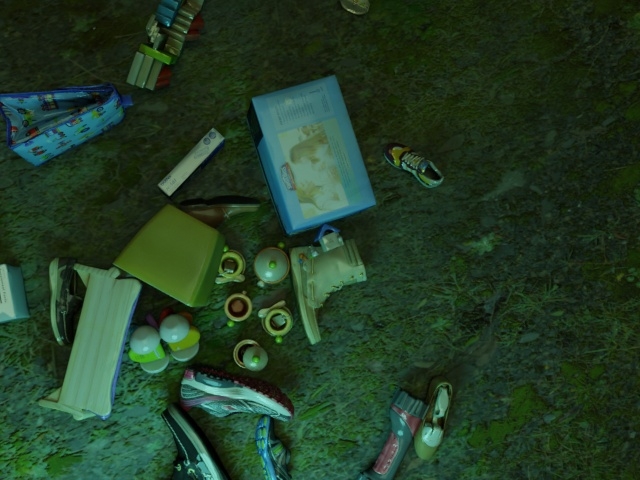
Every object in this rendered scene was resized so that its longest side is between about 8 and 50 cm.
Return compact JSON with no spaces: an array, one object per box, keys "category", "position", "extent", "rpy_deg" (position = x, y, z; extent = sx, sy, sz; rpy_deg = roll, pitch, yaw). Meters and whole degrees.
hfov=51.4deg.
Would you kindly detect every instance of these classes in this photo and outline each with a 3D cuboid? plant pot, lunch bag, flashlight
[{"category":"plant pot","position":[-0.345,0.030,1.638],"extent":[0.212,0.212,0.187],"rpy_deg":[29,85,2]},{"category":"lunch bag","position":[-0.604,-0.302,1.632],"extent":[0.293,0.221,0.138],"rpy_deg":[-18,89,-10]},{"category":"flashlight","position":[0.183,0.548,1.771],"extent":[0.103,0.103,0.304],"rpy_deg":[34,83,-46]}]

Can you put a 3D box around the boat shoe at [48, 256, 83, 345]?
[{"category":"boat shoe","position":[-0.634,0.150,1.667],"extent":[0.073,0.080,0.224],"rpy_deg":[-7,83,-5]}]

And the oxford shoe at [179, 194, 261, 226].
[{"category":"oxford shoe","position":[-0.262,-0.075,1.761],"extent":[0.212,0.076,0.076],"rpy_deg":[-6,110,-6]}]

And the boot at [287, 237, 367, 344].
[{"category":"boot","position":[0.029,0.132,1.772],"extent":[0.203,0.095,0.262],"rpy_deg":[-10,78,-10]}]

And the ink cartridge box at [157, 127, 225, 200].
[{"category":"ink cartridge box","position":[-0.335,-0.197,1.733],"extent":[0.046,0.097,0.207],"rpy_deg":[42,80,-4]}]

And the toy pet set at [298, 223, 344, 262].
[{"category":"toy pet set","position":[0.000,0.000,1.695],"extent":[0.122,0.114,0.065],"rpy_deg":[-22,88,-17]}]

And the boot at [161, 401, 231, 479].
[{"category":"boot","position":[-0.374,0.628,1.654],"extent":[0.284,0.138,0.378],"rpy_deg":[-30,97,-10]}]

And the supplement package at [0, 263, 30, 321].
[{"category":"supplement package","position":[-0.851,0.148,1.600],"extent":[0.243,0.139,0.134],"rpy_deg":[-11,87,-10]}]

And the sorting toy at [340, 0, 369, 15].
[{"category":"sorting toy","position":[0.101,-0.682,1.873],"extent":[0.083,0.045,0.075],"rpy_deg":[22,75,-7]}]

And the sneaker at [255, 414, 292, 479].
[{"category":"sneaker","position":[-0.120,0.547,1.742],"extent":[0.078,0.067,0.188],"rpy_deg":[-11,86,-31]}]

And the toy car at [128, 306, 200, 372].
[{"category":"toy car","position":[-0.401,0.237,1.681],"extent":[0.181,0.159,0.136],"rpy_deg":[-21,55,-10]}]

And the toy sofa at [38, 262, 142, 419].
[{"category":"toy sofa","position":[-0.532,0.245,1.625],"extent":[0.177,0.150,0.363],"rpy_deg":[11,84,7]}]

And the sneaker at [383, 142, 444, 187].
[{"category":"sneaker","position":[0.263,-0.216,1.843],"extent":[0.185,0.084,0.070],"rpy_deg":[31,82,-6]}]

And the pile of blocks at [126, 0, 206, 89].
[{"category":"pile of blocks","position":[-0.375,-0.542,1.726],"extent":[0.112,0.149,0.363],"rpy_deg":[23,82,-7]}]

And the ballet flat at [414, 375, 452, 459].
[{"category":"ballet flat","position":[0.308,0.484,1.806],"extent":[0.080,0.073,0.233],"rpy_deg":[13,84,-10]}]

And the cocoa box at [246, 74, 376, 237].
[{"category":"cocoa box","position":[-0.031,-0.209,1.719],"extent":[0.231,0.228,0.348],"rpy_deg":[-18,89,-10]}]

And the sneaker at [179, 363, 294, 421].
[{"category":"sneaker","position":[-0.212,0.407,1.708],"extent":[0.298,0.121,0.112],"rpy_deg":[17,93,-1]}]

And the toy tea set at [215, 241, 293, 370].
[{"category":"toy tea set","position":[-0.163,0.165,1.723],"extent":[0.199,0.124,0.336],"rpy_deg":[-10,88,-10]}]
